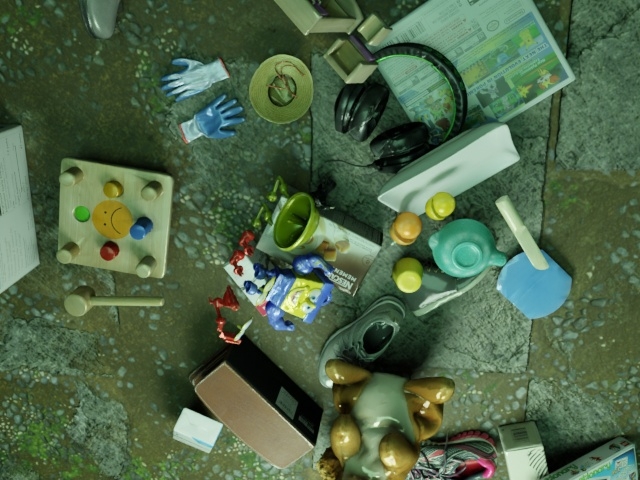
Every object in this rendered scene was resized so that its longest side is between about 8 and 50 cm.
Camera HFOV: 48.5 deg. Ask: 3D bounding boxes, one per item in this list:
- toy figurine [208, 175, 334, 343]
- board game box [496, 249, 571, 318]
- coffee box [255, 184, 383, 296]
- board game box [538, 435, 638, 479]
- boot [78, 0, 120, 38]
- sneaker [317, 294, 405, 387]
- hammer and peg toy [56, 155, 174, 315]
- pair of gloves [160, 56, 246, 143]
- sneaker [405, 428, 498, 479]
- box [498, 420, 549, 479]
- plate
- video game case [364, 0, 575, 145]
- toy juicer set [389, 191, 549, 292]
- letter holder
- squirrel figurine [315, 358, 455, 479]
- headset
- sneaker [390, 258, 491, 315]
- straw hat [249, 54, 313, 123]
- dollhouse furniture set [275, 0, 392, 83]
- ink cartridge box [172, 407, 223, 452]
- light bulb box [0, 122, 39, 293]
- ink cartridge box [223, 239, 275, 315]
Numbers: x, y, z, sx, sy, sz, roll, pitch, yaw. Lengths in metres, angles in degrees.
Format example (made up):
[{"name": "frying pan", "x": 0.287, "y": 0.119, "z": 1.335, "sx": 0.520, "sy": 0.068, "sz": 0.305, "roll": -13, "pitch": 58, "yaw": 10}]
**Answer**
[{"name": "toy figurine", "x": -0.057, "y": 0.069, "z": 1.534, "sx": 0.217, "sy": 0.191, "sz": 0.362, "roll": 21, "pitch": 105, "yaw": -34}, {"name": "board game box", "x": 0.483, "y": 0.093, "z": 1.617, "sx": 0.169, "sy": 0.033, "sz": 0.133, "roll": 41, "pitch": 103, "yaw": -13}, {"name": "coffee box", "x": 0.000, "y": 0.000, "z": 1.600, "sx": 0.247, "sy": 0.098, "sz": 0.141, "roll": 28, "pitch": 110, "yaw": -3}, {"name": "board game box", "x": 0.629, "y": 0.617, "z": 1.696, "sx": 0.306, "sy": 0.053, "sz": 0.192, "roll": -19, "pitch": 108, "yaw": -19}, {"name": "boot", "x": -0.361, "y": -0.561, "z": 1.443, "sx": 0.223, "sy": 0.118, "sz": 0.338, "roll": 11, "pitch": 114, "yaw": -3}, {"name": "sneaker", "x": 0.086, "y": 0.248, "z": 1.668, "sx": 0.105, "sy": 0.115, "sz": 0.281, "roll": 36, "pitch": 109, "yaw": -6}, {"name": "hammer and peg toy", "x": -0.469, "y": 0.000, "z": 1.639, "sx": 0.266, "sy": 0.127, "sz": 0.361, "roll": 9, "pitch": 110, "yaw": 1}, {"name": "pair of gloves", "x": -0.260, "y": -0.312, "z": 1.562, "sx": 0.159, "sy": 0.023, "sz": 0.198, "roll": -18, "pitch": 107, "yaw": 12}, {"name": "sneaker", "x": 0.285, "y": 0.553, "z": 1.755, "sx": 0.299, "sy": 0.112, "sz": 0.120, "roll": -20, "pitch": 106, "yaw": 13}, {"name": "box", "x": 0.512, "y": 0.592, "z": 1.745, "sx": 0.094, "sy": 0.113, "sz": 0.275, "roll": -13, "pitch": 109, "yaw": 9}, {"name": "plate", "x": 0.262, "y": -0.144, "z": 1.454, "sx": 0.278, "sy": 0.277, "sz": 0.045, "roll": -30, "pitch": 74, "yaw": 15}, {"name": "video game case", "x": 0.307, "y": -0.371, "z": 1.473, "sx": 0.329, "sy": 0.036, "sz": 0.299, "roll": -31, "pitch": 103, "yaw": 15}, {"name": "toy juicer set", "x": 0.303, "y": -0.014, "z": 1.520, "sx": 0.329, "sy": 0.089, "sz": 0.209, "roll": -11, "pitch": 108, "yaw": 7}, {"name": "letter holder", "x": -0.179, "y": 0.417, "z": 1.740, "sx": 0.214, "sy": 0.152, "sz": 0.302, "roll": -41, "pitch": 100, "yaw": 19}, {"name": "squirrel figurine", "x": 0.116, "y": 0.500, "z": 1.585, "sx": 0.281, "sy": 0.397, "sz": 0.370, "roll": 10, "pitch": 66, "yaw": 6}, {"name": "headset", "x": 0.116, "y": -0.218, "z": 1.456, "sx": 0.243, "sy": 0.185, "sz": 0.394, "roll": 45, "pitch": 124, "yaw": -2}, {"name": "sneaker", "x": 0.273, "y": 0.070, "z": 1.604, "sx": 0.222, "sy": 0.083, "sz": 0.118, "roll": -35, "pitch": 99, "yaw": 15}, {"name": "straw hat", "x": -0.081, "y": -0.319, "z": 1.519, "sx": 0.145, "sy": 0.061, "sz": 0.144, "roll": 0, "pitch": 94, "yaw": -2}, {"name": "dollhouse furniture set", "x": 0.096, "y": -0.500, "z": 1.299, "sx": 0.286, "sy": 0.198, "sz": 0.303, "roll": 50, "pitch": 122, "yaw": 6}, {"name": "ink cartridge box", "x": -0.306, "y": 0.476, "z": 1.764, "sx": 0.104, "sy": 0.060, "sz": 0.180, "roll": 23, "pitch": 154, "yaw": -2}, {"name": "light bulb box", "x": -0.809, "y": -0.052, "z": 1.533, "sx": 0.226, "sy": 0.361, "sz": 0.357, "roll": 2, "pitch": 109, "yaw": 5}, {"name": "ink cartridge box", "x": -0.146, "y": 0.083, "z": 1.639, "sx": 0.063, "sy": 0.109, "sz": 0.150, "roll": -34, "pitch": 102, "yaw": 15}]
